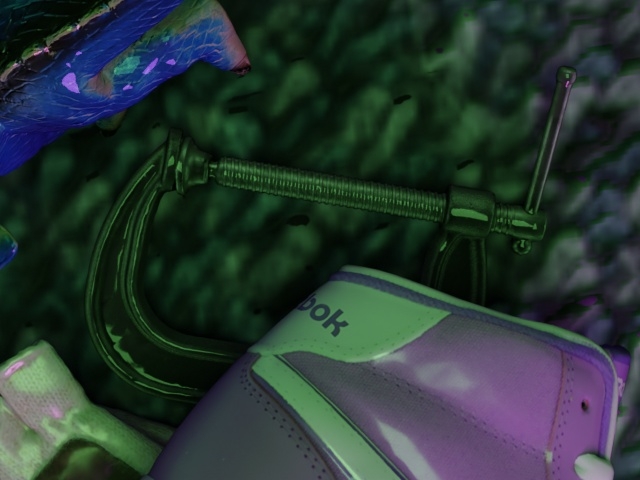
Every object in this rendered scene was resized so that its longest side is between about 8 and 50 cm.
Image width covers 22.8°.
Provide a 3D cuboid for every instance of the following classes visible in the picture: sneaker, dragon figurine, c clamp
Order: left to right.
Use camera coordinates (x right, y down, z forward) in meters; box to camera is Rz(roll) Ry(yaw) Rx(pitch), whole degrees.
[{"bbox_3d":[-0.104,-0.038,0.447,0.144,0.289,0.085,-44,105,-32],"label":"dragon figurine"},{"bbox_3d":[0.000,0.000,0.551,0.160,0.022,0.137,4,107,-4],"label":"c clamp"},{"bbox_3d":[0.084,0.123,0.518,0.282,0.102,0.161,43,76,-14],"label":"sneaker"}]

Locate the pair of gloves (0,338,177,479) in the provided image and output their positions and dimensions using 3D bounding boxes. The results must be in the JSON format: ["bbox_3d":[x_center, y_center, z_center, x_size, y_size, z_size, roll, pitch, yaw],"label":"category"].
[{"bbox_3d":[-0.108,0.173,0.571,0.204,0.042,0.240,44,98,-10],"label":"pair of gloves"}]
